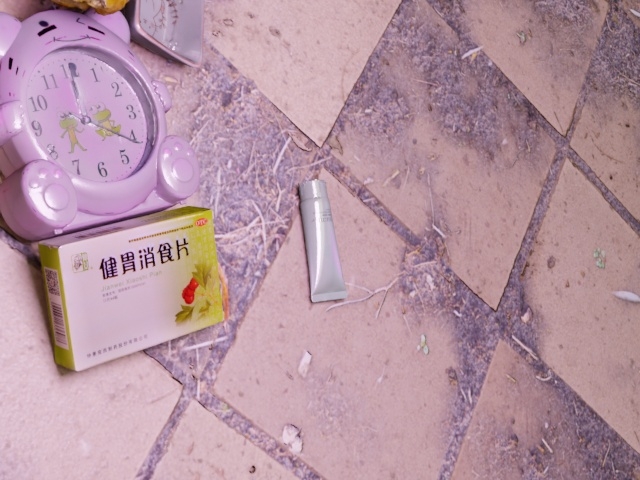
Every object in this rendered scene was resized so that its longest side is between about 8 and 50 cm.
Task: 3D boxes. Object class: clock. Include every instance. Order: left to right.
[{"bbox_3d":[-0.345,-0.175,1.516,0.295,0.113,0.322,-17,86,-41],"label":"clock"}]

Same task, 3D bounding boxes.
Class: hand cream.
[{"bbox_3d":[0.000,0.000,1.791,0.078,0.050,0.205,-5,83,-41],"label":"hand cream"}]

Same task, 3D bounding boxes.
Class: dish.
[{"bbox_3d":[-0.254,-0.390,1.677,0.154,0.064,0.234,27,57,-51],"label":"dish"}]

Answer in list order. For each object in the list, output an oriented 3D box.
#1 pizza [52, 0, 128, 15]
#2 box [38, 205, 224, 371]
[{"bbox_3d":[-0.409,-0.399,1.534,0.287,0.075,0.280,16,22,-6],"label":"pizza"},{"bbox_3d":[-0.261,0.062,1.507,0.260,0.062,0.175,-16,107,-41],"label":"box"}]
